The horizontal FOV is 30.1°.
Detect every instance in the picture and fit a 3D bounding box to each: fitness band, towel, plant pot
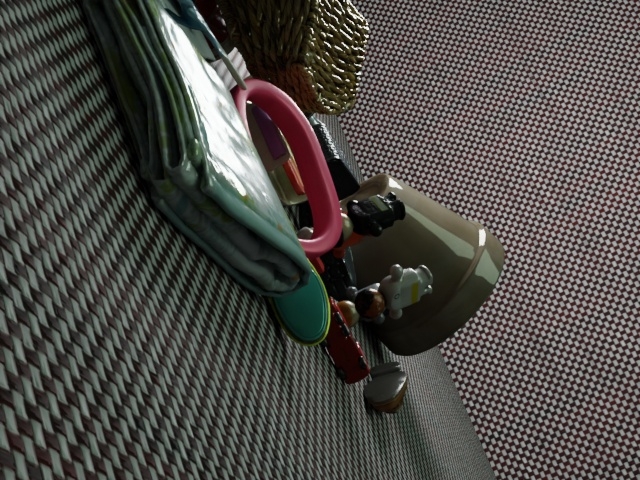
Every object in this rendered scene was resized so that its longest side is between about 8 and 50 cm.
[{"bbox_3d":[-0.063,-0.105,1.786,0.209,0.054,0.291,8,59,-54],"label":"fitness band"},{"bbox_3d":[-0.143,-0.121,1.457,0.320,0.090,0.374,68,8,26],"label":"towel"},{"bbox_3d":[0.162,0.026,2.414,0.280,0.323,0.323,43,14,-20],"label":"plant pot"}]

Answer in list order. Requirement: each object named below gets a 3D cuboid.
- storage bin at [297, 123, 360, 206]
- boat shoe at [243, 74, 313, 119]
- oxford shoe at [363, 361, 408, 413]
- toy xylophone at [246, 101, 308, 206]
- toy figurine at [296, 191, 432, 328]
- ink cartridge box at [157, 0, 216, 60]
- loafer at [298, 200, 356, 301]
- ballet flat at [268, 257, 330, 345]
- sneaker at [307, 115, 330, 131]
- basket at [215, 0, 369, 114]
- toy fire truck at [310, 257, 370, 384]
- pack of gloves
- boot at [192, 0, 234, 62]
[{"bbox_3d":[-0.011,-0.134,2.283,0.084,0.122,0.180,66,8,24],"label":"storage bin"},{"bbox_3d":[-0.077,-0.272,2.417,0.285,0.102,0.092,25,45,-73],"label":"boat shoe"},{"bbox_3d":[0.120,0.265,2.036,0.212,0.076,0.076,-43,119,-81],"label":"oxford shoe"},{"bbox_3d":[-0.086,-0.169,2.039,0.236,0.081,0.322,64,7,4],"label":"toy xylophone"},{"bbox_3d":[0.065,0.040,1.963,0.210,0.148,0.213,69,-22,1],"label":"toy figurine"},{"bbox_3d":[-0.238,-0.359,1.768,0.206,0.045,0.208,64,9,3],"label":"ink cartridge box"},{"bbox_3d":[0.013,0.011,2.164,0.078,0.076,0.223,60,11,-66],"label":"loafer"},{"bbox_3d":[-0.048,0.049,1.622,0.077,0.077,0.231,100,-32,-63],"label":"ballet flat"},{"bbox_3d":[-0.059,-0.265,2.622,0.106,0.101,0.267,-1,64,-58],"label":"sneaker"},{"bbox_3d":[-0.070,-0.333,2.067,0.299,0.223,0.213,26,74,-71],"label":"basket"},{"bbox_3d":[0.014,0.119,1.876,0.192,0.047,0.135,62,6,-22],"label":"toy fire truck"},{"bbox_3d":[-0.200,-0.327,1.690,0.195,0.046,0.232,57,1,28],"label":"pack of gloves"},{"bbox_3d":[-0.216,-0.439,2.068,0.176,0.088,0.244,57,13,-34],"label":"boot"}]
